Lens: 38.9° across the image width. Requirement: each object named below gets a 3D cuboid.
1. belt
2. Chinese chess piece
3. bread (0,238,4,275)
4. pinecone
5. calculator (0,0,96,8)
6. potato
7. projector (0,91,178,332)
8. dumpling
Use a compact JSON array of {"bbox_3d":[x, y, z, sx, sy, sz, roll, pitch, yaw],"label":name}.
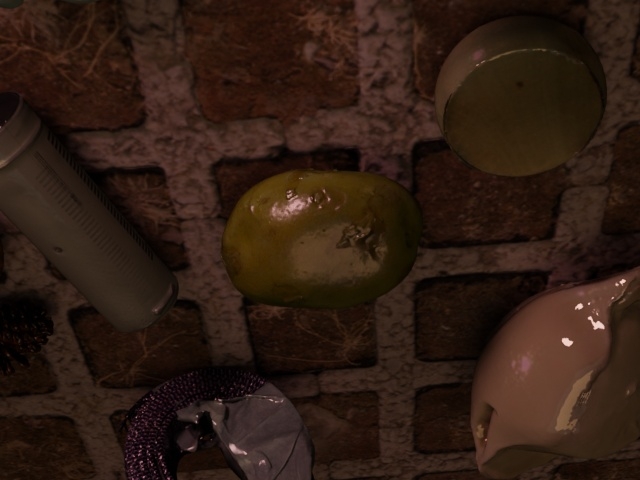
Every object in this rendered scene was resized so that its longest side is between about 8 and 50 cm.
[{"bbox_3d":[-0.141,0.325,1.298,0.260,0.325,0.122,-21,134,-17],"label":"belt"},{"bbox_3d":[0.222,-0.160,1.014,0.189,0.083,0.188,1,135,1],"label":"Chinese chess piece"},{"bbox_3d":[-0.512,0.026,1.112,0.240,0.139,0.240,1,136,1],"label":"bread"},{"bbox_3d":[-0.423,0.131,1.247,0.109,0.102,0.102,-32,127,21],"label":"pinecone"},{"bbox_3d":[-0.226,-0.327,0.856,0.295,0.042,0.184,-30,128,20],"label":"calculator"},{"bbox_3d":[0.000,0.000,1.107,0.253,0.148,0.186,-20,134,15],"label":"potato"},{"bbox_3d":[-0.301,-0.024,1.098,0.108,0.108,0.337,-20,132,15],"label":"projector"},{"bbox_3d":[0.381,0.175,1.298,0.316,0.233,0.395,-6,129,-43],"label":"dumpling"}]
